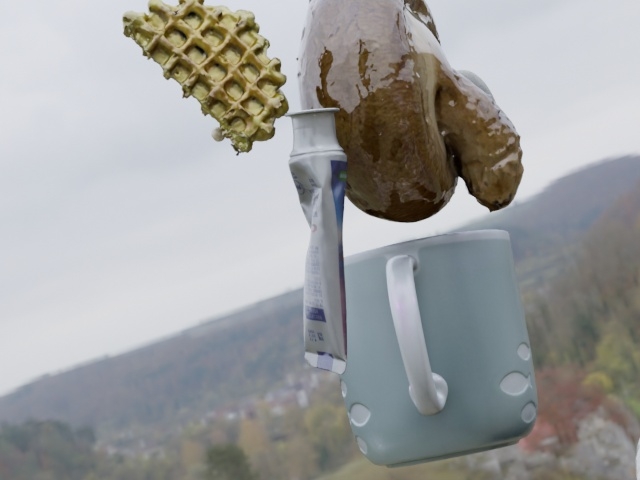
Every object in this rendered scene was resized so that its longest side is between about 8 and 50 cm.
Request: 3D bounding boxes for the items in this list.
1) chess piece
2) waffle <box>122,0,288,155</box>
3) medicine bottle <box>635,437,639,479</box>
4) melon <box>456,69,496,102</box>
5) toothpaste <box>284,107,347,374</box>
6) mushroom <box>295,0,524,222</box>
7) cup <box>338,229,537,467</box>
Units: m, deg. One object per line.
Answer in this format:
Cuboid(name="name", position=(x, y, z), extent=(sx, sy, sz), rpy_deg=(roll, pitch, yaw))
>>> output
Cuboid(name="chess piece", position=(-0.082, -0.138, 1.428), extent=(0.092, 0.035, 0.035), rpy_deg=(-32, 1, -18))
Cuboid(name="waffle", position=(-0.121, -0.183, 1.394), extent=(0.160, 0.192, 0.046), rpy_deg=(-12, -12, -17))
Cuboid(name="medicine bottle", position=(0.527, 0.409, 1.690), extent=(0.211, 0.211, 0.371), rpy_deg=(-20, 32, 25))
Cuboid(name="melon", position=(0.213, -0.169, 1.861), extent=(0.099, 0.162, 0.099), rpy_deg=(-16, -8, -2))
Cuboid(name="toothpaste", position=(0.000, 0.000, 1.306), extent=(0.061, 0.266, 0.096), rpy_deg=(-4, 3, -23))
Cuboid(name="mushroom", position=(0.081, -0.177, 1.558), extent=(0.239, 0.345, 0.345), rpy_deg=(-26, -2, -8))
Cuboid(name="cup", position=(0.138, 0.142, 1.630), extent=(0.259, 0.275, 0.356), rpy_deg=(-13, -8, 9))
